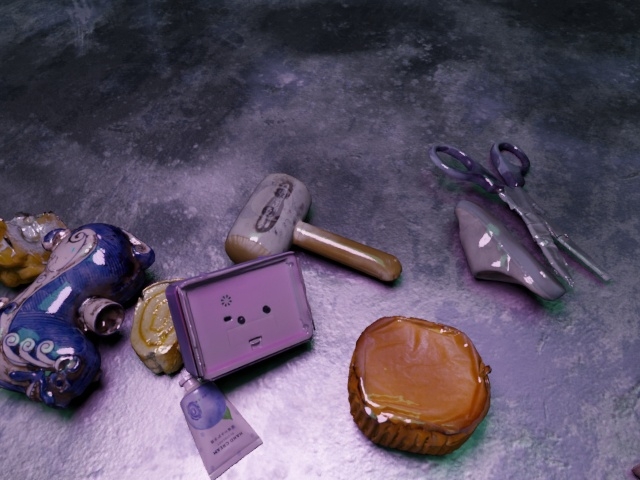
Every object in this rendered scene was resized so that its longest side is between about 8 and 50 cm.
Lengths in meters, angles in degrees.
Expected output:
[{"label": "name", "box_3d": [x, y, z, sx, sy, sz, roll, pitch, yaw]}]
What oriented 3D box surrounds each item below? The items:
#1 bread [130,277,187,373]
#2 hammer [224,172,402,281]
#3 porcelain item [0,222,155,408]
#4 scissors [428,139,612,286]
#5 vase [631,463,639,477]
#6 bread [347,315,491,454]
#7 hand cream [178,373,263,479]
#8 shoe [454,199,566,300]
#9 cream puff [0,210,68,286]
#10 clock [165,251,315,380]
[{"label": "bread", "box_3d": [-0.236, 0.136, 0.765, 0.117, 0.064, 0.156, 0, 53, 5]}, {"label": "hammer", "box_3d": [0.000, 0.000, 0.855, 0.305, 0.113, 0.202, 20, 57, 8]}, {"label": "porcelain item", "box_3d": [-0.373, 0.101, 0.736, 0.186, 0.138, 0.288, 19, 57, 21]}, {"label": "scissors", "box_3d": [0.395, -0.067, 0.925, 0.255, 0.029, 0.384, -10, 52, -29]}, {"label": "vase", "box_3d": [0.461, 0.336, 0.624, 0.053, 0.053, 0.101, -17, 49, -14]}, {"label": "bread", "box_3d": [0.134, 0.209, 0.688, 0.199, 0.104, 0.199, 3, 49, -3]}, {"label": "hand cream", "box_3d": [-0.156, 0.253, 0.687, 0.084, 0.053, 0.142, -30, 68, -23]}, {"label": "shoe", "box_3d": [0.306, 0.029, 0.843, 0.100, 0.103, 0.251, -46, 46, 10]}, {"label": "cream puff", "box_3d": [-0.518, 0.015, 0.831, 0.156, 0.156, 0.121, -20, 97, -15]}, {"label": "clock", "box_3d": [-0.115, 0.104, 0.712, 0.193, 0.073, 0.145, -15, 93, -34]}]
